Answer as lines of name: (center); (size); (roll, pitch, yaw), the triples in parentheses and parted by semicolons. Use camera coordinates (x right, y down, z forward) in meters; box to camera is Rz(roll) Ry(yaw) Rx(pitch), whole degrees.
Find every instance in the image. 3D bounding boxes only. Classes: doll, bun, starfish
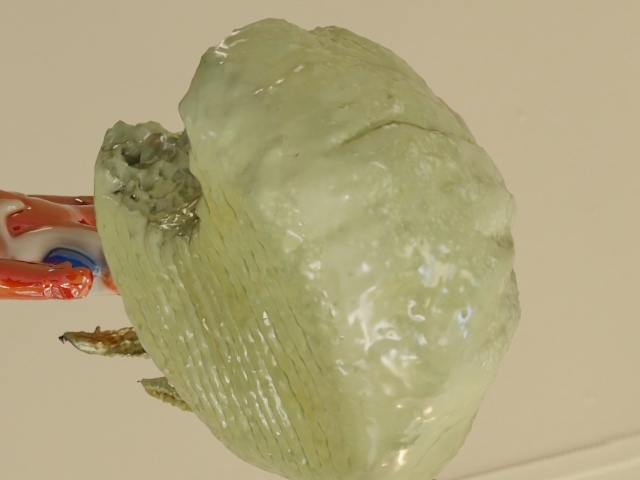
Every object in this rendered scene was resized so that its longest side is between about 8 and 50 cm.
doll: (-0.219, 0.003, 0.935); (0.383, 0.188, 0.099); (-1, -76, -5)
bun: (0.000, 0.000, 0.534); (0.126, 0.204, 0.212); (-27, -148, -30)
starfish: (-0.021, 0.149, 1.076); (0.347, 0.358, 0.078); (16, -102, 29)
